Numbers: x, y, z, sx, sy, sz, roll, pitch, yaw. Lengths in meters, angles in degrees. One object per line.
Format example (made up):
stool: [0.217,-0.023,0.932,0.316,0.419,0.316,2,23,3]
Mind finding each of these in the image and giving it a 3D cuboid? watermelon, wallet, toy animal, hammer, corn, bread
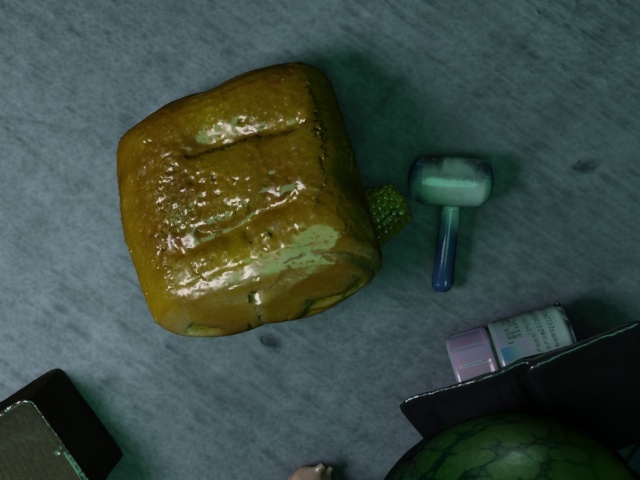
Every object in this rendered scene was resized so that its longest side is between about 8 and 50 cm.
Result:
watermelon: [0.224,0.369,1.048,0.363,0.363,0.363,1,100,3]
wallet: [0.295,0.228,1.183,0.323,0.041,0.247,-22,131,19]
toy animal: [-0.037,0.384,1.329,0.083,0.089,0.150,38,91,0]
hammer: [0.174,-0.021,1.254,0.116,0.069,0.194,4,105,2]
corn: [0.003,0.005,1.255,0.260,0.091,0.091,-29,98,6]
bread: [-0.108,-0.053,1.169,0.328,0.148,0.337,-15,71,7]

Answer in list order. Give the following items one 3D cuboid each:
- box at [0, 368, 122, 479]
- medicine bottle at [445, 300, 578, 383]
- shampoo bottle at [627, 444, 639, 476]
box: [-0.457,0.342,1.316,0.273,0.143,0.184,-32,96,8]
medicine bottle: [0.268,0.171,1.247,0.168,0.135,0.135,-16,99,7]
shampoo bottle: [0.592,0.415,1.172,0.342,0.331,0.331,30,101,-2]
